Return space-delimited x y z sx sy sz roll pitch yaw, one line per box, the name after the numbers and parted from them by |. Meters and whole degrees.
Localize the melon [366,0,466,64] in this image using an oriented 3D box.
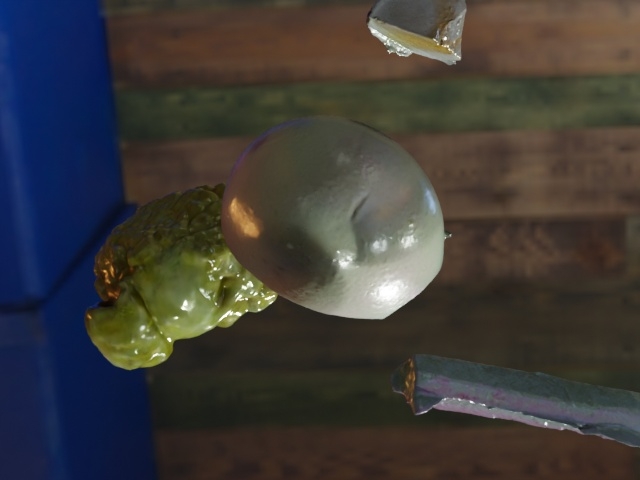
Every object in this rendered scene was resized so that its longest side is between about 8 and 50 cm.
0.143 -0.276 2.363 0.093 0.139 0.202 28 -177 29 | melon

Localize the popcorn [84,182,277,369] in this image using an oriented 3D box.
-0.190 0.036 2.585 0.286 0.173 0.225 -32 -150 -5 | popcorn

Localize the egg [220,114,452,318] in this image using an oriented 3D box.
-0.005 -0.017 2.162 0.271 0.206 0.162 14 -144 16 | egg

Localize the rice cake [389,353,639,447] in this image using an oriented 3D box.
0.214 0.174 2.029 0.290 0.051 0.081 10 -136 -17 | rice cake
